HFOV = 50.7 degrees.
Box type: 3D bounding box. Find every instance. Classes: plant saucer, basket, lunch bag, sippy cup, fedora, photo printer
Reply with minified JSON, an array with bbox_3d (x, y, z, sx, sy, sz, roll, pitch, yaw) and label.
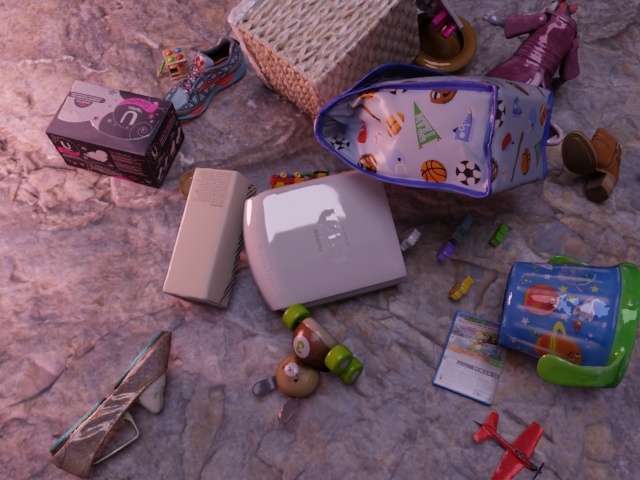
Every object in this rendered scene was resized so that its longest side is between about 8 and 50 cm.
[{"bbox_3d":[-0.285,-0.127,1.559,0.083,0.015,0.084,0,63,1],"label":"plant saucer"},{"bbox_3d":[0.025,-0.462,1.523,0.266,0.331,0.328,43,88,15],"label":"basket"},{"bbox_3d":[0.225,-0.226,1.353,0.385,0.327,0.239,10,103,36],"label":"lunch bag"},{"bbox_3d":[0.461,0.141,1.284,0.224,0.305,0.240,12,89,15],"label":"sippy cup"},{"bbox_3d":[0.294,-0.483,1.688,0.194,0.079,0.194,0,66,0],"label":"fedora"},{"bbox_3d":[0.000,0.000,1.384,0.307,0.107,0.256,-13,86,-11],"label":"photo printer"}]

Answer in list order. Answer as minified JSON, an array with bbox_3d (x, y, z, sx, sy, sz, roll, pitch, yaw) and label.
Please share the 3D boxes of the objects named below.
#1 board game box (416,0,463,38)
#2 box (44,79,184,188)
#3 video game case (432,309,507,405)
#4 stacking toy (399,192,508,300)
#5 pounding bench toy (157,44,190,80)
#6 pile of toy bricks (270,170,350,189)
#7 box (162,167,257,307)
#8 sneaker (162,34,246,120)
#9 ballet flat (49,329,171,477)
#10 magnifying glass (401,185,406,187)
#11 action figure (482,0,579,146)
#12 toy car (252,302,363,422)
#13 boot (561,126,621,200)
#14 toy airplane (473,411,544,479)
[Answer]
[{"bbox_3d":[0.124,-0.660,1.570,0.050,0.390,0.390,-46,41,7],"label":"board game box"},{"bbox_3d":[-0.467,-0.248,1.556,0.247,0.142,0.163,15,65,9],"label":"box"},{"bbox_3d":[0.306,0.233,1.355,0.119,0.015,0.166,19,65,12],"label":"video game case"},{"bbox_3d":[0.285,-0.006,1.438,0.167,0.052,0.221,42,63,-4],"label":"stacking toy"},{"bbox_3d":[-0.377,-0.444,1.697,0.083,0.065,0.052,-18,64,-7],"label":"pounding bench toy"},{"bbox_3d":[-0.011,-0.097,1.500,0.212,0.118,0.105,-1,90,-17],"label":"pile of toy bricks"},{"bbox_3d":[-0.226,-0.007,1.405,0.113,0.094,0.275,9,78,25],"label":"box"},{"bbox_3d":[-0.296,-0.404,1.640,0.104,0.125,0.262,35,69,18],"label":"sneaker"},{"bbox_3d":[-0.371,0.319,1.298,0.106,0.107,0.316,42,75,-1],"label":"ballet flat"},{"bbox_3d":[0.251,-0.213,1.584,0.092,0.026,0.231,32,66,17],"label":"magnifying glass"},{"bbox_3d":[0.476,-0.408,1.526,0.248,0.276,0.370,28,95,-7],"label":"action figure"},{"bbox_3d":[-0.042,0.248,1.298,0.188,0.149,0.155,-45,58,-6],"label":"toy car"},{"bbox_3d":[0.604,-0.203,1.495,0.073,0.197,0.152,-3,46,45],"label":"boot"},{"bbox_3d":[0.352,0.384,1.269,0.151,0.028,0.151,-1,64,2],"label":"toy airplane"}]
